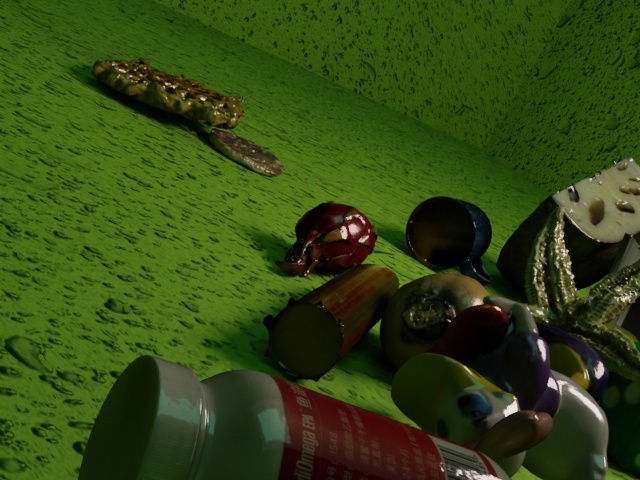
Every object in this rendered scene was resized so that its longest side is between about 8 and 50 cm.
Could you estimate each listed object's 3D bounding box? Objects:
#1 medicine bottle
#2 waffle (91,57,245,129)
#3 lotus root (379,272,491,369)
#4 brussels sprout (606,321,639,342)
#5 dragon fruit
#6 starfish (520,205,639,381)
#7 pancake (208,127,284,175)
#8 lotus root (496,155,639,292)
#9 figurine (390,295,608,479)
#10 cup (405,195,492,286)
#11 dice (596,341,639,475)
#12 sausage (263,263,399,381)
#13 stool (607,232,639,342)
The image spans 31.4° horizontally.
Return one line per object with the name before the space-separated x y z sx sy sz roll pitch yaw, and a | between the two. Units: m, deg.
medicine bottle | -0.008 0.157 0.675 0.250 0.131 0.131 23 14 -23
waffle | -0.245 -0.242 1.846 0.254 0.052 0.245 22 13 1
lotus root | 0.127 0.092 1.227 0.118 0.125 0.221 34 5 18
brussels sprout | 0.344 0.157 1.466 0.155 0.117 0.155 1 27 -1
dragon fruit | 0.000 0.000 1.414 0.094 0.094 0.190 35 25 24
starfish | 0.307 0.097 1.377 0.358 0.078 0.347 -22 35 -12
pancake | -0.120 -0.143 1.838 0.140 0.022 0.139 27 13 -7
lotus root | 0.424 0.010 1.940 0.267 0.260 0.149 -22 70 -43
figurine | 0.166 0.159 1.021 0.193 0.154 0.421 51 17 23
cup | 0.214 0.005 1.847 0.114 0.150 0.138 -3 -1 22
dice | 0.397 0.207 1.357 0.131 0.128 0.120 25 15 -23
sausage | 0.025 0.071 1.210 0.082 0.082 0.371 31 12 9
stool | 0.586 0.126 1.819 0.244 0.170 0.270 23 0 25
